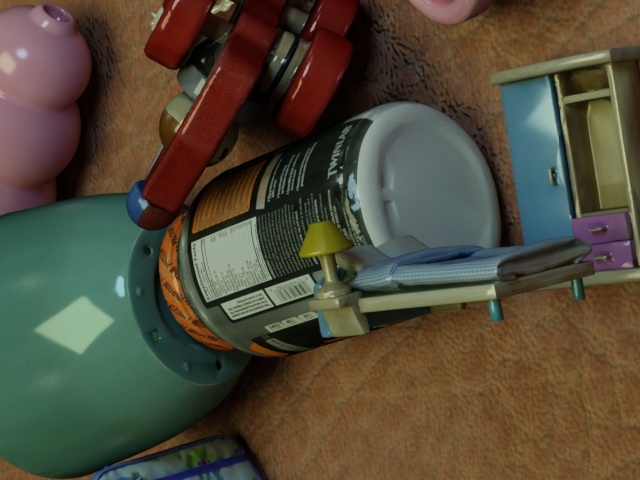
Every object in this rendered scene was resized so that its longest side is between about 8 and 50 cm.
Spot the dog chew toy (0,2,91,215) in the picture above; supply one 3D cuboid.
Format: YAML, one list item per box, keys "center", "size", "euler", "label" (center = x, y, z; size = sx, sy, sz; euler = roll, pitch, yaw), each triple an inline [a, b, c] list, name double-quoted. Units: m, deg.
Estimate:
- center: [-0.366, -0.122, 2.192]
  size: [0.206, 0.207, 0.332]
  euler: [47, 120, 29]
  label: "dog chew toy"

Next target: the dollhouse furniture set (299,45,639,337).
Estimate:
- center: [0.167, -0.046, 1.568]
  size: [0.286, 0.303, 0.198]
  euler: [-8, 93, 47]
  label: "dollhouse furniture set"

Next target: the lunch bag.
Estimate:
- center: [-0.145, 0.299, 2.018]
  size: [0.090, 0.219, 0.176]
  euler: [-47, 64, 40]
  label: "lunch bag"

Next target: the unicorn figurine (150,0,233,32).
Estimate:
- center: [-0.122, -0.213, 2.012]
  size: [0.111, 0.060, 0.162]
  euler: [-39, 67, 38]
  label: "unicorn figurine"

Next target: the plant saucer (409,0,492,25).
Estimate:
- center: [0.087, -0.352, 1.666]
  size: [0.332, 0.084, 0.332]
  euler: [60, 166, 26]
  label: "plant saucer"

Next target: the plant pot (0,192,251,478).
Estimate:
- center: [-0.207, 0.082, 2.004]
  size: [0.235, 0.293, 0.293]
  euler: [-19, 84, 41]
  label: "plant pot"

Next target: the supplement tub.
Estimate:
- center: [0.000, 0.000, 1.830]
  size: [0.316, 0.194, 0.193]
  euler: [-19, 83, 47]
  label: "supplement tub"

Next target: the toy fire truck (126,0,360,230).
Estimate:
- center: [-0.096, -0.136, 1.828]
  size: [0.169, 0.302, 0.254]
  euler: [26, 115, -8]
  label: "toy fire truck"
